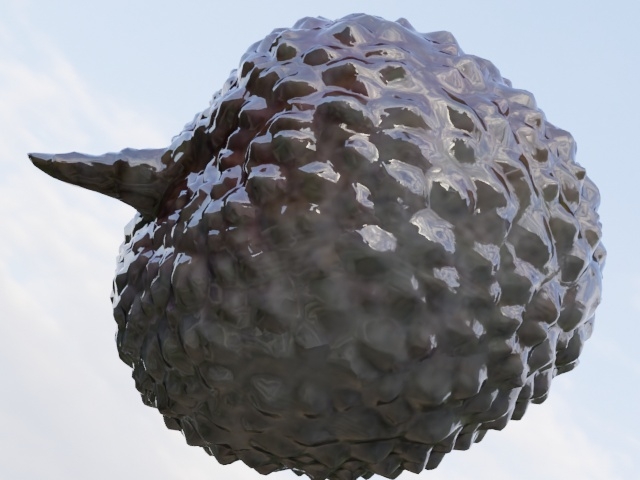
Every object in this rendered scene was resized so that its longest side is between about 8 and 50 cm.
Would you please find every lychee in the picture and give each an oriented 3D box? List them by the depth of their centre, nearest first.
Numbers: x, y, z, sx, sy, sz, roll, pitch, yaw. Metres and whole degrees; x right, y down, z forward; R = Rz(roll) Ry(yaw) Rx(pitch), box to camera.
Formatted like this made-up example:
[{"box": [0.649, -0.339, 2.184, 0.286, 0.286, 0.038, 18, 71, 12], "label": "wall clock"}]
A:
[{"box": [0.000, 0.000, 0.499, 0.197, 0.165, 0.165, 26, -22, -15], "label": "lychee"}]
